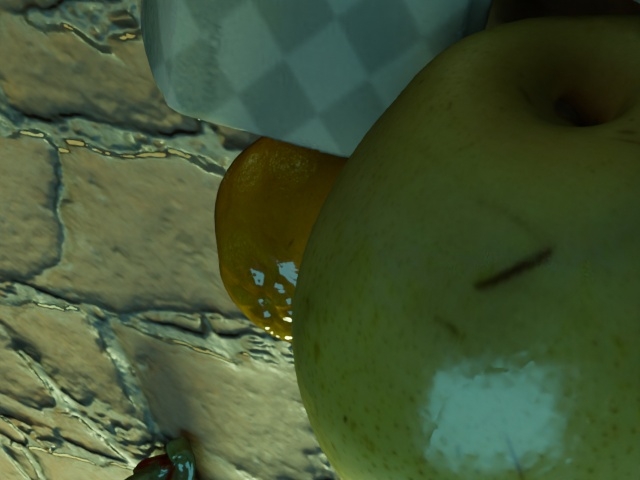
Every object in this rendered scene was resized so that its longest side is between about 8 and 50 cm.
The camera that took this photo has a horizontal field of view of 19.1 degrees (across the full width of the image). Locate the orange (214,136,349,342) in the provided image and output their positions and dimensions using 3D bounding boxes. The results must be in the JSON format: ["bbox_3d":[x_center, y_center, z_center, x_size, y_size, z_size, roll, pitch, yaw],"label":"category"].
[{"bbox_3d":[0.000,0.000,1.266,0.159,0.136,0.159,22,141,20],"label":"orange"}]

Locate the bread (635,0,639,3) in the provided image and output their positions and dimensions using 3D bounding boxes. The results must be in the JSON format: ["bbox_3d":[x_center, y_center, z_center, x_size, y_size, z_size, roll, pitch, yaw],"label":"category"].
[{"bbox_3d":[0.208,-0.148,0.840,0.212,0.224,0.142,45,114,18],"label":"bread"}]

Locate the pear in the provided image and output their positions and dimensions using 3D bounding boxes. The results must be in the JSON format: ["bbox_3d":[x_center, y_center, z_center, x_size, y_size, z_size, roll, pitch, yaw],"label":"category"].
[{"bbox_3d":[0.134,0.028,1.032,0.309,0.309,0.309,24,145,19],"label":"pear"}]

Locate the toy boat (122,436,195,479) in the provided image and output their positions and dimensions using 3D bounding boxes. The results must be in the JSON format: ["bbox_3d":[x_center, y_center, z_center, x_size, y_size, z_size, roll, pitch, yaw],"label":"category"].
[{"bbox_3d":[-0.143,0.247,1.760,0.185,0.071,0.089,86,166,-49],"label":"toy boat"}]

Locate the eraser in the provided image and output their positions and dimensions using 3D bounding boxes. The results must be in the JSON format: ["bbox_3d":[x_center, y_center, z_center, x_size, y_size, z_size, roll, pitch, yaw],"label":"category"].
[{"bbox_3d":[0.004,-0.203,1.035,0.213,0.082,0.397,13,144,1],"label":"eraser"}]
